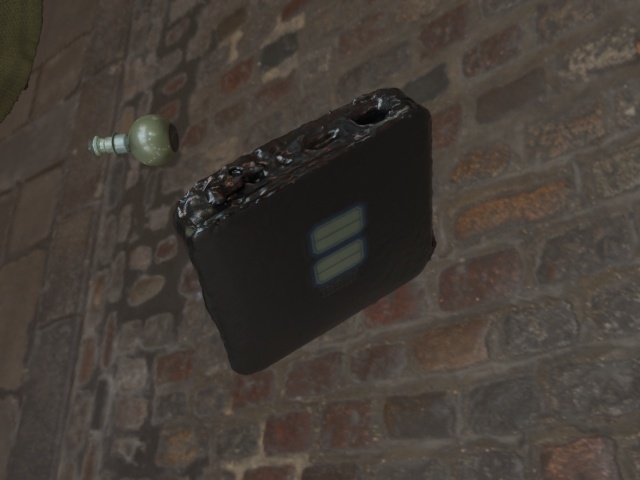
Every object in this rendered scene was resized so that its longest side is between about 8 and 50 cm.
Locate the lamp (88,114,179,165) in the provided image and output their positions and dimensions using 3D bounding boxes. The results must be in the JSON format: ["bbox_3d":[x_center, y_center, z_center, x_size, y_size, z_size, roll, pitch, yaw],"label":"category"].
[{"bbox_3d":[-0.338,-0.176,1.272,0.163,0.091,0.091,-3,66,8],"label":"lamp"}]

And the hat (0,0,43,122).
[{"bbox_3d":[-0.345,-0.202,0.578,0.110,0.252,0.252,11,78,13],"label":"hat"}]

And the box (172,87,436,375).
[{"bbox_3d":[0.000,0.000,0.952,0.359,0.350,0.091,-29,52,-14],"label":"box"}]
